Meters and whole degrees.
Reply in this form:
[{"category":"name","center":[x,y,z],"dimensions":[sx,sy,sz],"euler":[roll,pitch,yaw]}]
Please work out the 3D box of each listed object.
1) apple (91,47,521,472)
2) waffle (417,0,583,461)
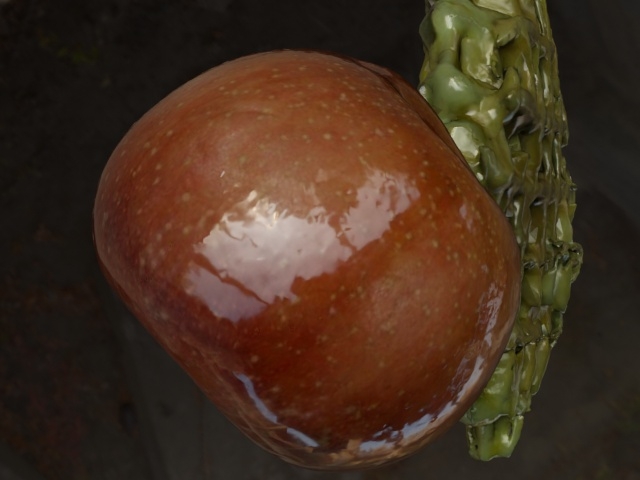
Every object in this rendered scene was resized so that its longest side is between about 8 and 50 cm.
[{"category":"apple","center":[0.000,0.000,0.663],"dimensions":[0.162,0.201,0.201],"euler":[-42,135,-1]},{"category":"waffle","center":[0.117,-0.034,0.944],"dimensions":[0.073,0.317,0.297],"euler":[-4,130,18]}]
